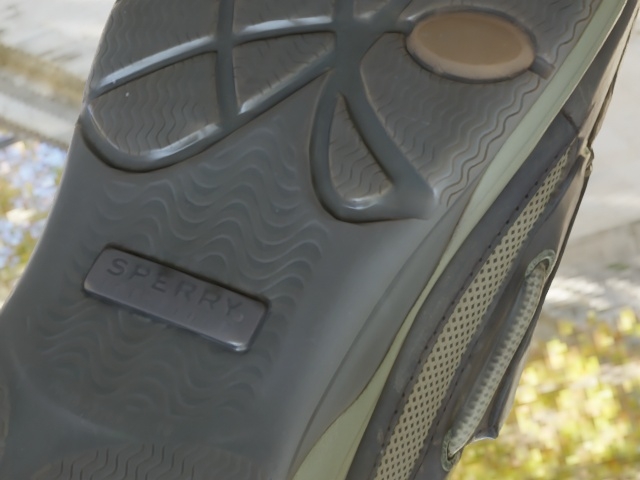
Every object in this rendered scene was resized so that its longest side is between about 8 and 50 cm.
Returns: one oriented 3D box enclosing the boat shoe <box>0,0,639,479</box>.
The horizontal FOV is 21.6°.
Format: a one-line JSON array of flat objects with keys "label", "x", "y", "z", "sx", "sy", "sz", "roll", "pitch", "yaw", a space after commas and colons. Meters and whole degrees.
[{"label": "boat shoe", "x": 0.000, "y": 0.000, "z": 0.475, "sx": 0.355, "sy": 0.132, "sz": 0.130, "roll": -59, "pitch": -26, "yaw": -13}]
